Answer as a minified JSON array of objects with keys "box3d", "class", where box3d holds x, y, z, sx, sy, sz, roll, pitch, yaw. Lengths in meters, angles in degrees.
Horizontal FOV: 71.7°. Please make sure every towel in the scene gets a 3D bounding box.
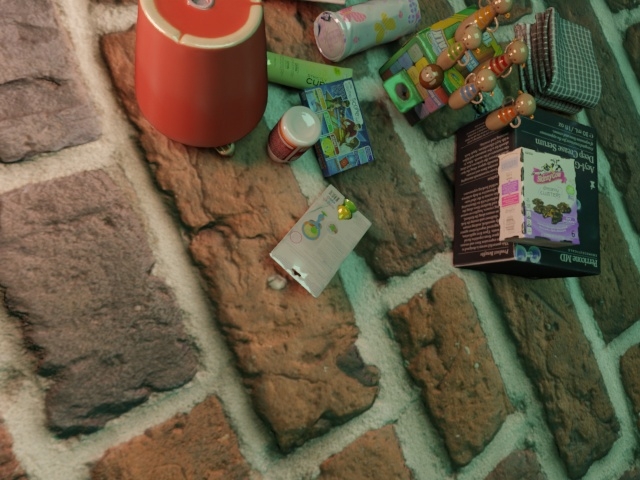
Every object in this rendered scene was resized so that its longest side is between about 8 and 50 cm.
[{"box3d":[0.738,-0.549,1.360,0.235,0.121,0.283,3,81,-24],"class":"towel"}]

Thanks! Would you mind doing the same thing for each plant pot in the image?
[{"box3d":[-0.217,-0.352,0.818,0.275,0.243,0.274,4,71,-12],"class":"plant pot"}]

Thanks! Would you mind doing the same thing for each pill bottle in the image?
[{"box3d":[-0.063,-0.218,0.942,0.086,0.152,0.086,4,80,-23],"class":"pill bottle"}]

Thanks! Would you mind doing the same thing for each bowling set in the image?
[{"box3d":[0.330,-0.362,0.940,0.200,0.154,0.286,-21,90,-24],"class":"bowling set"}]

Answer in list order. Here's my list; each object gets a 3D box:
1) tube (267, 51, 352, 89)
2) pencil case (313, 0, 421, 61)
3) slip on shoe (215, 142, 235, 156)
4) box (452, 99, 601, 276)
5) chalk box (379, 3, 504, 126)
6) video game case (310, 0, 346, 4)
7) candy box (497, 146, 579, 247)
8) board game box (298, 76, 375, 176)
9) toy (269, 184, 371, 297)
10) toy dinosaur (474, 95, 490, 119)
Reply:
[{"box3d":[-0.025,-0.387,1.039,0.240,0.070,0.062,3,36,-29],"class":"tube"},{"box3d":[0.116,-0.533,1.091,0.273,0.124,0.113,-29,133,-23],"class":"pencil case"},{"box3d":[-0.222,-0.235,0.939,0.051,0.041,0.135,-38,80,5],"class":"slip on shoe"},{"box3d":[0.531,-0.112,1.154,0.294,0.212,0.395,8,79,-23],"class":"box"},{"box3d":[0.286,-0.422,1.111,0.289,0.179,0.180,-36,97,-24],"class":"chalk box"},{"box3d":[-0.043,-0.654,0.989,0.227,0.026,0.206,7,111,0],"class":"video game case"},{"box3d":[0.478,-0.090,0.972,0.165,0.070,0.196,5,81,-22],"class":"candy box"},{"box3d":[0.042,-0.266,1.038,0.136,0.035,0.201,-23,104,-25],"class":"board game box"},{"box3d":[0.000,0.000,0.991,0.137,0.056,0.237,43,63,-8],"class":"toy"},{"box3d":[0.467,-0.372,1.261,0.082,0.047,0.090,46,56,-31],"class":"toy dinosaur"}]
